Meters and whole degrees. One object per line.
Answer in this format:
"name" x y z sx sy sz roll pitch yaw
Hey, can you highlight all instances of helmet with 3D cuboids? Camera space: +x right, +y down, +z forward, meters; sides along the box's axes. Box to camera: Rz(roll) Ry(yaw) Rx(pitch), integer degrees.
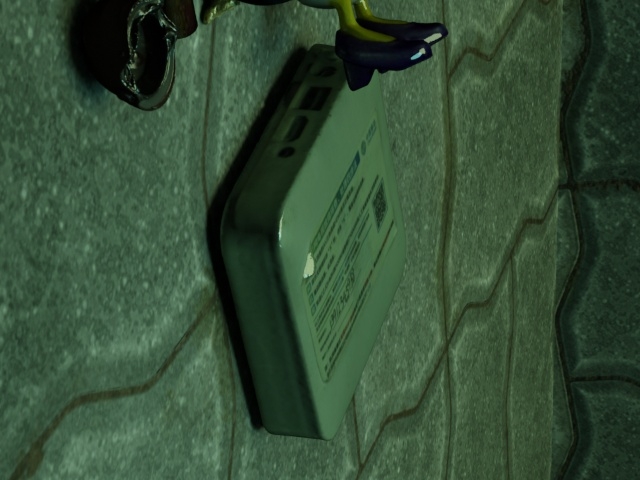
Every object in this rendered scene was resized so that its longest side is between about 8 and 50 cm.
"helmet" -0.187 -0.184 1.567 0.123 0.070 0.098 81 29 -54

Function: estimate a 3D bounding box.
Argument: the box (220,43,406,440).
"box" -0.001 -0.001 2.102 0.396 0.111 0.397 -65 152 -45

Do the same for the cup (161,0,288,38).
"cup" -0.080 -0.328 1.699 0.177 0.166 0.239 51 47 -59

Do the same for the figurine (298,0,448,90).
"figurine" 0.026 -0.393 1.957 0.154 0.193 0.421 -36 121 -67

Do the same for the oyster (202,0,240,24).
"oyster" -0.085 -0.317 1.839 0.146 0.045 0.122 -58 -162 24
